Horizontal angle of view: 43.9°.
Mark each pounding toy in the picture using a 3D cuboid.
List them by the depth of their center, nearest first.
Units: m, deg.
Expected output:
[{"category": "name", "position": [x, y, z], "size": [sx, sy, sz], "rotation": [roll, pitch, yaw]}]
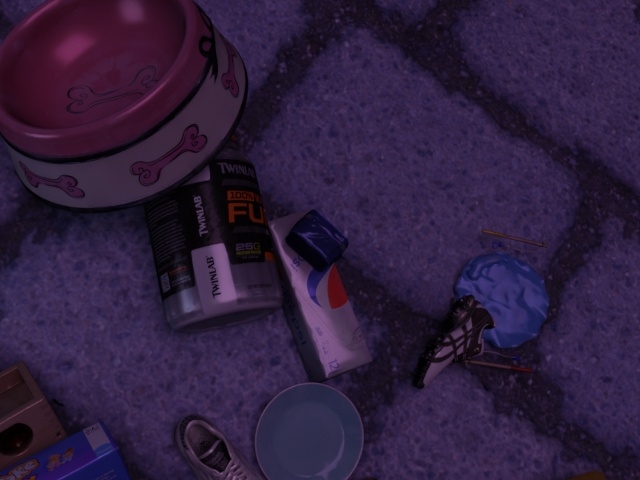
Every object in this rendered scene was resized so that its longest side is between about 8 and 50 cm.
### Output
[{"category": "pounding toy", "position": [-0.475, 0.294, 1.120], "size": [0.206, 0.181, 0.094], "rotation": [-31, 123, -22]}]

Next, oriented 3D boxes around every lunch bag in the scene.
[{"category": "lunch bag", "position": [0.000, 0.000, 1.311], "size": [0.098, 0.067, 0.065], "rotation": [42, 66, -2]}]

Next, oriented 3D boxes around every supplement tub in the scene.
[{"category": "supplement tub", "position": [-0.184, -0.020, 1.298], "size": [0.194, 0.193, 0.315], "rotation": [-10, 78, -20]}]

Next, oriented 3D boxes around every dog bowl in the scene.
[{"category": "dog bowl", "position": [-0.328, -0.249, 1.238], "size": [0.408, 0.150, 0.407], "rotation": [-7, 57, 11]}]

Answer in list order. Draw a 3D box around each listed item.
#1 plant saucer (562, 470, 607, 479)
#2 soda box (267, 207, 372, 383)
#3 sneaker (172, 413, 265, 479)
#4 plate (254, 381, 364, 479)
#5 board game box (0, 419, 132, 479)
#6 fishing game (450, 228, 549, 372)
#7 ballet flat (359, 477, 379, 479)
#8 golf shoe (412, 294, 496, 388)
[{"category": "plant saucer", "position": [0.392, 0.591, 1.326], "size": [0.333, 0.081, 0.332], "rotation": [-9, 88, -19]}, {"category": "soda box", "position": [-0.014, 0.096, 1.369], "size": [0.091, 0.098, 0.286], "rotation": [-17, 79, -21]}, {"category": "sneaker", "position": [-0.145, 0.372, 1.250], "size": [0.235, 0.095, 0.090], "rotation": [46, 65, -2]}, {"category": "plate", "position": [-0.020, 0.331, 1.326], "size": [0.188, 0.024, 0.188], "rotation": [1, 85, -16]}, {"category": "board game box", "position": [-0.413, 0.434, 1.090], "size": [0.347, 0.078, 0.233], "rotation": [-25, 120, -22]}, {"category": "fishing game", "position": [0.339, 0.114, 1.506], "size": [0.189, 0.041, 0.264], "rotation": [8, 77, -7]}, {"category": "ballet flat", "position": [0.024, 0.448, 1.293], "size": [0.206, 0.067, 0.073], "rotation": [-27, 85, -22]}, {"category": "golf shoe", "position": [0.244, 0.195, 1.421], "size": [0.094, 0.077, 0.198], "rotation": [37, 77, 0]}]
